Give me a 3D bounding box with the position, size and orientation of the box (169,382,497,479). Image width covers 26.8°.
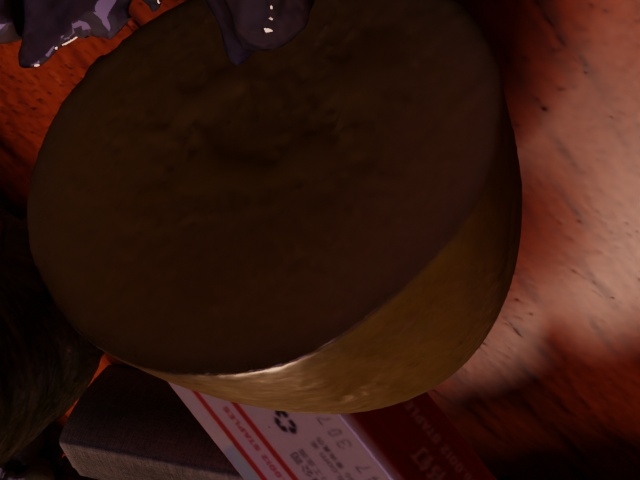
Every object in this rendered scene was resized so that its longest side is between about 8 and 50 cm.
[{"bbox_3d":[-0.011,0.081,0.693,0.229,0.050,0.123,51,144,3],"label":"box"}]

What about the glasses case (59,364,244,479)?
[{"bbox_3d":[-0.062,0.126,0.841,0.205,0.070,0.047,6,138,29],"label":"glasses case"}]

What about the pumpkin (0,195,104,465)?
[{"bbox_3d":[-0.301,0.044,0.759,0.242,0.232,0.325,-12,127,47],"label":"pumpkin"}]

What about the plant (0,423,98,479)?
[{"bbox_3d":[-0.199,0.191,1.020,0.085,0.087,0.174,-35,115,14],"label":"plant"}]

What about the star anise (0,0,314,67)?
[{"bbox_3d":[-0.020,-0.142,0.371,0.093,0.229,0.236,57,140,28],"label":"star anise"}]

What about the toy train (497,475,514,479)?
[{"bbox_3d":[0.130,0.228,0.791,0.221,0.150,0.304,42,146,-11],"label":"toy train"}]

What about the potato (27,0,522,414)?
[{"bbox_3d":[0.000,0.000,0.564,0.204,0.178,0.158,-18,147,17],"label":"potato"}]
